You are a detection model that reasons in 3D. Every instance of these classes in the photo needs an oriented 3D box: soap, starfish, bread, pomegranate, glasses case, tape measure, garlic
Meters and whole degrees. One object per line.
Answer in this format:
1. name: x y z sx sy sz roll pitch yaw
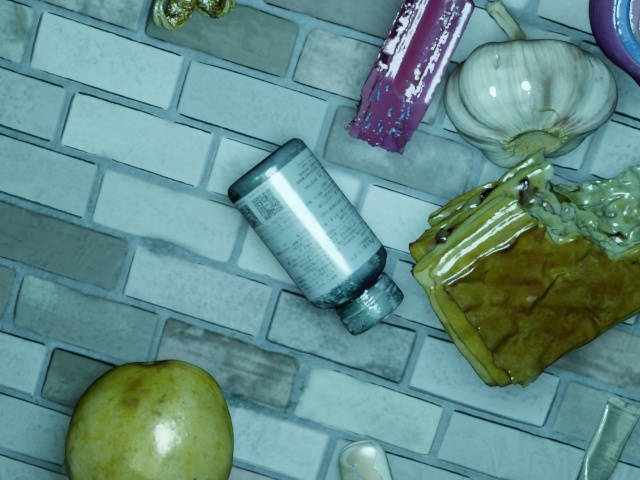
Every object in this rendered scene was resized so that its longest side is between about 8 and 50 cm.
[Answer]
1. soap: 0.122 -0.253 1.843 0.099 0.162 0.250 24 102 -7
2. starfish: -0.177 -0.395 1.873 0.190 0.074 0.146 -14 100 5
3. bread: 0.320 0.013 1.843 0.370 0.191 0.314 -35 121 -1
4. pomegranate: -0.256 0.307 1.914 0.261 0.260 0.260 0 100 3
5. glasses case: 0.085 0.413 2.006 0.081 0.051 0.204 -16 98 4
6. tape measure: 0.509 -0.325 1.820 0.232 0.149 0.245 -31 104 5
7. garlic: 0.286 -0.243 1.830 0.245 0.245 0.253 -11 66 5

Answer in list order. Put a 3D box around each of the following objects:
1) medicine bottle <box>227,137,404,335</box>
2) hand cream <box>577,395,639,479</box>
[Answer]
1. medicine bottle: 0.000 0.000 1.896 0.141 0.141 0.293 -37 95 8
2. hand cream: 0.444 0.326 1.989 0.057 0.037 0.165 23 93 -1
